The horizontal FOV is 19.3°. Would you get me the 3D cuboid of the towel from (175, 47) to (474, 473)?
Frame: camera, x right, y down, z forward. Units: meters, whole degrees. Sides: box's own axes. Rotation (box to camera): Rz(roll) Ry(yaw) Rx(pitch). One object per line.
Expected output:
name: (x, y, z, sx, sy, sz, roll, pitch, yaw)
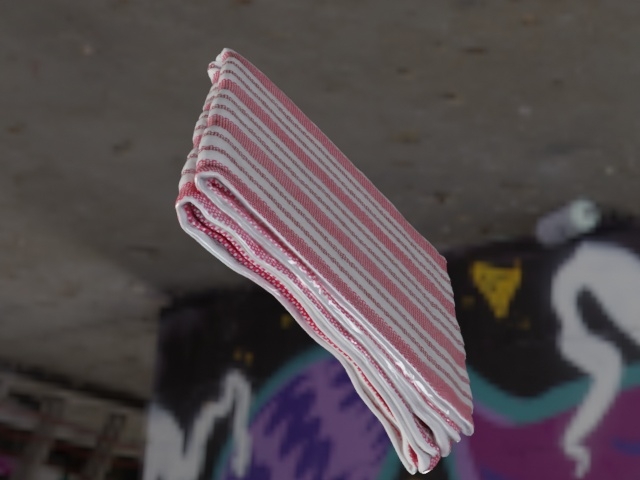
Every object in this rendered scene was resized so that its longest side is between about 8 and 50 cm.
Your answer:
towel: (0.000, 0.000, 0.752, 0.029, 0.197, 0.144, -40, 105, 13)
